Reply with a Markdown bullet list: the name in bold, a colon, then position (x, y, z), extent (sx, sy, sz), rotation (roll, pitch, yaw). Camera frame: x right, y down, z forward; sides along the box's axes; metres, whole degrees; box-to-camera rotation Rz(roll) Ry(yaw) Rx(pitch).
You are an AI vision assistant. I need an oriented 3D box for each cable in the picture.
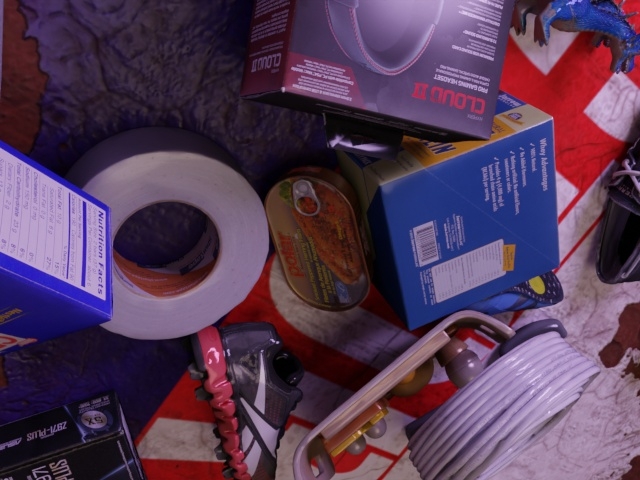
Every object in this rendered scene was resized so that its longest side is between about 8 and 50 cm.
- **cable**: position (0.227, 0.220, 0.912), extent (0.257, 0.089, 0.257), rotation (-34, 154, -11)

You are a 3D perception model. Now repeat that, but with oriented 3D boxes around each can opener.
- **can opener**: position (0.246, 0.217, 1.074), extent (0.280, 0.074, 0.093), rotation (-34, 91, -4)

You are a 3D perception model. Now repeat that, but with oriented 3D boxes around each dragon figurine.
- **dragon figurine**: position (0.276, -0.303, 0.774), extent (0.144, 0.085, 0.289), rotation (-25, 125, -8)

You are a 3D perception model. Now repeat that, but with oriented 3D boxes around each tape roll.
- **tape roll**: position (-0.167, -0.005, 0.765), extent (0.219, 0.072, 0.219), rotation (-10, 120, -17)

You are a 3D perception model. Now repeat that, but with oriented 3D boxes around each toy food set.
- **toy food set**: position (0.108, 0.206, 0.912), extent (0.306, 0.092, 0.220), rotation (-40, 166, 2)

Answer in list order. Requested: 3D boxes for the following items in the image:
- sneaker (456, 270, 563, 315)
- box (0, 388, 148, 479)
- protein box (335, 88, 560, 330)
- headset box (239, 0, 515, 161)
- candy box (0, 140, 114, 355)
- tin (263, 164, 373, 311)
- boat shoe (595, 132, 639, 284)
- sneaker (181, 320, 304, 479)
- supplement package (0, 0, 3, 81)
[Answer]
- **sneaker**: position (0.241, 0.068, 0.990), extent (0.209, 0.069, 0.082), rotation (3, 150, -33)
- **box**: position (-0.292, 0.289, 0.874), extent (0.147, 0.077, 0.180), rotation (-15, 122, -13)
- **protein box**: position (0.148, -0.042, 0.836), extent (0.201, 0.136, 0.200), rotation (-22, 123, -10)
- **headset box**: position (0.060, -0.223, 0.660), extent (0.218, 0.110, 0.293), rotation (9, 93, -26)
- **candy box**: position (-0.359, -0.002, 0.538), extent (0.268, 0.122, 0.317), rotation (-19, 148, 21)
- **tin**: position (0.000, 0.000, 0.830), extent (0.106, 0.040, 0.190), rotation (-3, 125, 16)
- **boat shoe**: position (0.435, -0.070, 0.966), extent (0.102, 0.108, 0.301), rotation (-10, 128, -19)
- **sneaker**: position (-0.077, 0.210, 0.906), extent (0.135, 0.098, 0.276), rotation (-17, 121, -11)
- **supplement package**: position (-0.310, -0.217, 0.546), extent (0.133, 0.139, 0.244), rotation (3, 115, -23)
